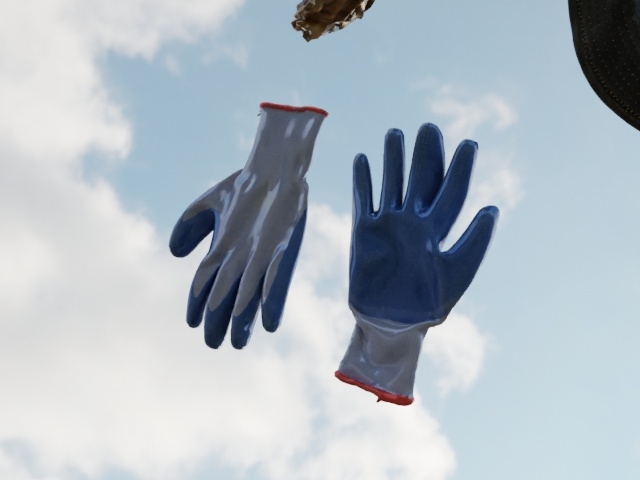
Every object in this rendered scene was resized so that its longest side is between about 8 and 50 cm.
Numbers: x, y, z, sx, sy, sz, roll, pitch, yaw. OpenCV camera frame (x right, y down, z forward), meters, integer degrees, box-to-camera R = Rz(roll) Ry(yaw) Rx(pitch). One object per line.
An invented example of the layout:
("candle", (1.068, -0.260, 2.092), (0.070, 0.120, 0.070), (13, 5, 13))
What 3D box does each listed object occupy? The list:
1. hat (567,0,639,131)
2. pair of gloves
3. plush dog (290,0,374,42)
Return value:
("hat", (0.328, -0.214, 0.839), (0.331, 0.331, 0.134), (-21, -9, 30))
("pair of gloves", (0.000, 0.000, 0.648), (0.198, 0.159, 0.023), (15, -4, 26))
("plush dog", (0.009, -0.189, 0.388), (0.211, 0.262, 0.225), (-37, -39, 22))
